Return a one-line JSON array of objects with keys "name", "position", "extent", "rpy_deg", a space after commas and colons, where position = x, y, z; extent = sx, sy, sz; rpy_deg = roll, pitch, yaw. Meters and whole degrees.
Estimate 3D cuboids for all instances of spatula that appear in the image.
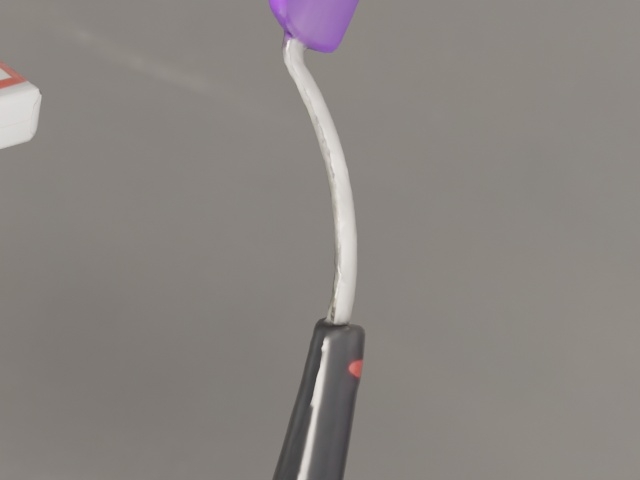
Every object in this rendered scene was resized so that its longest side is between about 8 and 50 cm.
[{"name": "spatula", "position": [0.000, 0.000, 0.544], "extent": [0.030, 0.296, 0.084], "rpy_deg": [5, -4, 14]}]

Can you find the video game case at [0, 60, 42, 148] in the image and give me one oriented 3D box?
[{"name": "video game case", "position": [-0.270, -0.090, 0.704], "extent": [0.285, 0.025, 0.204], "rpy_deg": [35, 37, 30]}]
